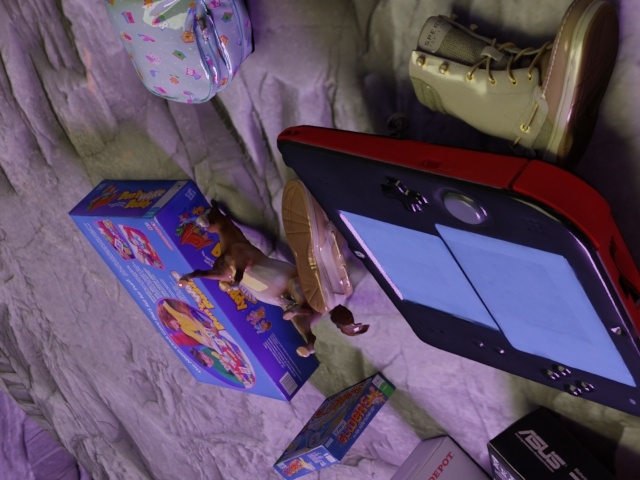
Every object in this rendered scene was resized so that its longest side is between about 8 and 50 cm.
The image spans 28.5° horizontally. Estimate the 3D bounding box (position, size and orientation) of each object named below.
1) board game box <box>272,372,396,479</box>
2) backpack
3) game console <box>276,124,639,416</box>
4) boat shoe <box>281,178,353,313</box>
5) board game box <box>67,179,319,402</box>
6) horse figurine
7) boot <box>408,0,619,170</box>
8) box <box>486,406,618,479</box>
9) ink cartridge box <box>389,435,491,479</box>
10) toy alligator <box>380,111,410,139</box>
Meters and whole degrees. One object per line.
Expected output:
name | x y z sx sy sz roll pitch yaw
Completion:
board game box | 0.017 0.263 1.762 0.035 0.136 0.201 43 152 -4
backpack | -0.142 -0.230 1.275 0.152 0.115 0.182 21 149 30
game console | 0.162 0.036 1.238 0.342 0.060 0.386 11 151 37
boat shoe | 0.000 0.000 1.487 0.063 0.059 0.170 21 129 51
board game box | -0.180 0.070 1.798 0.233 0.078 0.347 4 135 50
horse figurine | -0.061 0.057 1.583 0.263 0.174 0.066 27 112 2
boot | 0.155 -0.148 1.052 0.165 0.077 0.213 33 156 18
box | 0.360 0.423 1.466 0.395 0.097 0.318 45 159 42
ink cartridge box | 0.180 0.390 1.721 0.203 0.148 0.086 46 154 -7
toy alligator | 0.072 -0.083 1.286 0.189 0.056 0.051 88 168 -55
